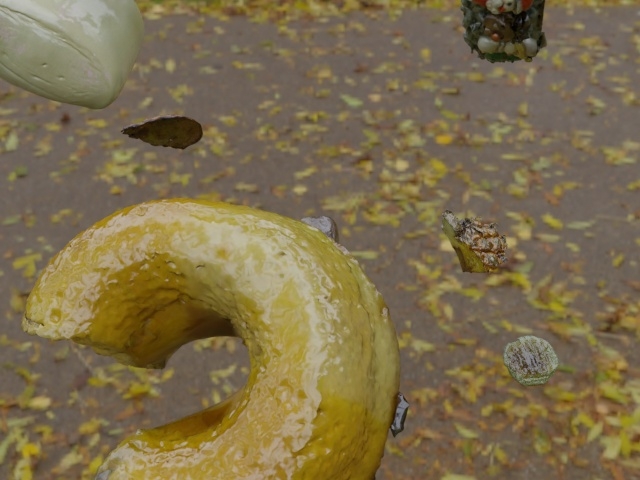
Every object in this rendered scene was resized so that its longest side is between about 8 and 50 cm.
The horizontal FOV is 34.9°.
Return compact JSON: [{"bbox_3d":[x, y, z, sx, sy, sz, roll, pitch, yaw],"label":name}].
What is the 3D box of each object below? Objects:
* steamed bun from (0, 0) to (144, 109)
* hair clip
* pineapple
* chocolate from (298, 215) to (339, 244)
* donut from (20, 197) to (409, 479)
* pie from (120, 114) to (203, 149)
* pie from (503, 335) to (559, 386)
[{"bbox_3d":[-0.383,-0.311,1.465,0.250,0.154,0.200,21,39,-4],"label":"steamed bun"},{"bbox_3d":[0.279,-0.332,1.545,0.139,0.321,0.091,1,76,12],"label":"hair clip"},{"bbox_3d":[0.215,-0.001,1.496,0.114,0.077,0.114,42,36,-8],"label":"pineapple"},{"bbox_3d":[0.000,0.000,1.561,0.065,0.031,0.100,1,52,-9],"label":"chocolate"},{"bbox_3d":[-0.120,0.127,1.104,0.378,0.163,0.435,-31,68,11],"label":"donut"},{"bbox_3d":[-0.270,-0.196,1.842,0.191,0.088,0.033,8,52,-62],"label":"pie"},{"bbox_3d":[0.311,0.177,1.503,0.085,0.020,0.084,4,57,-6],"label":"pie"}]
